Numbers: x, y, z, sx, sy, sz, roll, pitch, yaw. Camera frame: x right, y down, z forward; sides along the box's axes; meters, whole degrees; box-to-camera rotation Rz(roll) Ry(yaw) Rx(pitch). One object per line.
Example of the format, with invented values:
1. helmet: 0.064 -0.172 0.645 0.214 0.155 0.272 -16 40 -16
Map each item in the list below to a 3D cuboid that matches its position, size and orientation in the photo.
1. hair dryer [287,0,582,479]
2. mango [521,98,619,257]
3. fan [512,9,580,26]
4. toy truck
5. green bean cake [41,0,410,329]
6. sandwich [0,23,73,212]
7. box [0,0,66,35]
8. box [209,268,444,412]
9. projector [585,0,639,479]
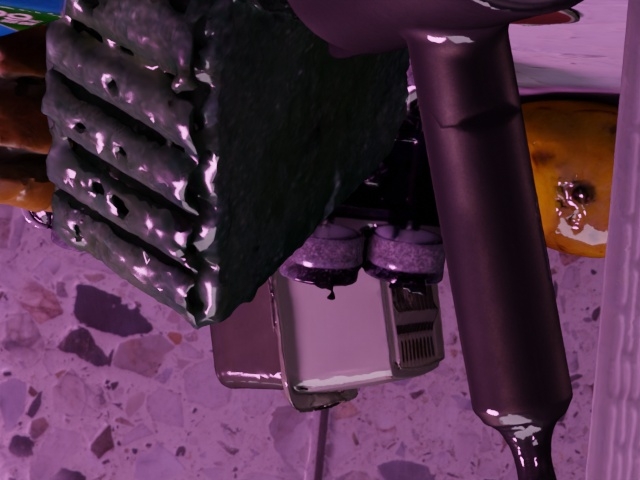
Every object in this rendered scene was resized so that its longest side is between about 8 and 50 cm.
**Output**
1. hair dryer: 0.045 -0.022 0.575 0.078 0.248 0.195 -10 -176 -16
2. mango: 0.210 -0.059 1.415 0.167 0.130 0.262 0 -172 -30
3. fan: 0.084 -0.133 0.957 0.133 0.005 0.085 4 180 12
4. toy truck: -0.033 -0.065 1.204 0.363 0.176 0.178 4 -168 -10
5. green bean cake: -0.037 -0.090 0.793 0.107 0.193 0.208 25 -136 25
6. sandwich: -0.263 -0.104 0.834 0.288 0.099 0.254 7 -163 -38
7. box: -0.210 -0.130 0.654 0.194 0.073 0.139 6 180 -26
8. box: 0.000 0.000 1.419 0.166 0.290 0.220 -7 176 18
9. projector: 0.192 0.001 0.544 0.192 0.257 0.099 5 180 -38
